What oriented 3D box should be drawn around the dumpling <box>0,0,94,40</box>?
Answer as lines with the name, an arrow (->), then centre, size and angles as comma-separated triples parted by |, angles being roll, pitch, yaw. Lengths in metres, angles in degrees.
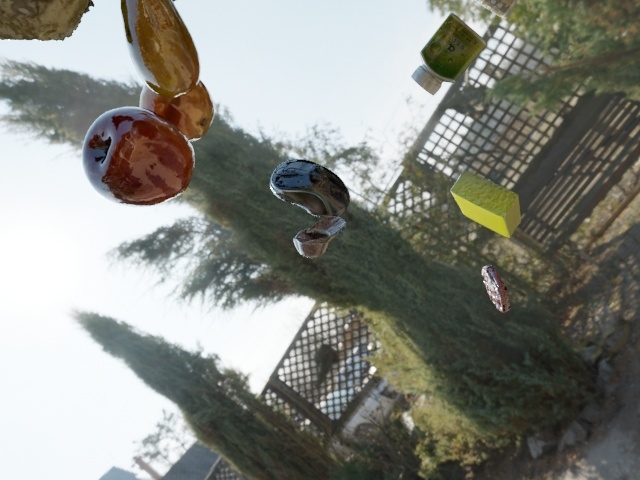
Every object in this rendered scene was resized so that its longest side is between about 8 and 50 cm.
dumpling -> -0.555, -0.485, 0.882 | 0.332, 0.086, 0.166 | -38, -27, -11

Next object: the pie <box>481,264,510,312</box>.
pie -> 0.527, 0.145, 1.353 | 0.038, 0.153, 0.153 | -22, -8, 6

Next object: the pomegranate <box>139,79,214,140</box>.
pomegranate -> -0.369, -0.349, 1.171 | 0.191, 0.191, 0.191 | -52, -11, -14

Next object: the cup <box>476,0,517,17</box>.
cup -> 0.538, -0.731, 1.342 | 0.102, 0.099, 0.074 | -53, 10, 46

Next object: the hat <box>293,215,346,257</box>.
hat -> 0.003, 0.000, 0.677 | 0.087, 0.042, 0.058 | -18, 30, 18

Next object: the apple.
apple -> -0.396, -0.180, 0.991 | 0.218, 0.218, 0.201 | -56, -32, 6

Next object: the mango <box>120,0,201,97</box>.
mango -> -0.303, -0.377, 0.847 | 0.121, 0.220, 0.151 | -21, -3, -15

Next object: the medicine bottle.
medicine bottle -> 0.344, -0.503, 1.246 | 0.188, 0.132, 0.088 | -50, 0, 28

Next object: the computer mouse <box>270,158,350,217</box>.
computer mouse -> -0.024, -0.152, 1.262 | 0.096, 0.234, 0.137 | 112, 175, -51

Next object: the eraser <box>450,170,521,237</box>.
eraser -> 0.280, -0.058, 0.756 | 0.045, 0.097, 0.122 | -57, -32, 1
